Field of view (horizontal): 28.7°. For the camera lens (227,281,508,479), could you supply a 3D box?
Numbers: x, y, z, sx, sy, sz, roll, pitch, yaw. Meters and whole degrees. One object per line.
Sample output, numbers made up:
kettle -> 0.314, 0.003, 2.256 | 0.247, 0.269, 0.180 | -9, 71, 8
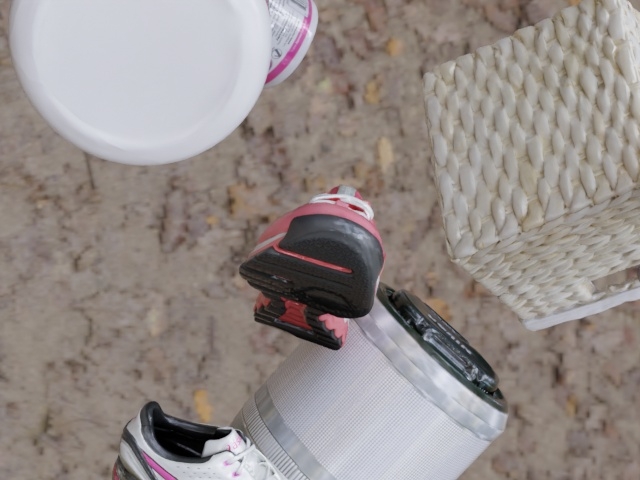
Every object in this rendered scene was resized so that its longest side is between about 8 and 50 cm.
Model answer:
camera lens -> 0.045, 0.198, 1.332 | 0.219, 0.219, 0.274 | 39, 98, -30

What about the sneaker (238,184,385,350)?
sneaker -> -0.001, 0.000, 1.123 | 0.115, 0.314, 0.136 | 19, 74, -1

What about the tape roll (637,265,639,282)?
tape roll -> 0.476, 0.017, 1.295 | 0.246, 0.246, 0.169 | 6, 117, -39

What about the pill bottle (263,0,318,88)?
pill bottle -> -0.157, -0.352, 1.814 | 0.283, 0.160, 0.160 | 29, 69, -32

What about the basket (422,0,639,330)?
basket -> 0.342, -0.108, 1.675 | 0.266, 0.328, 0.331 | 35, 42, -46

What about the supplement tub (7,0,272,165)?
supplement tub -> -0.136, -0.190, 1.003 | 0.191, 0.272, 0.191 | -1, 115, -3

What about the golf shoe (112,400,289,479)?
golf shoe -> -0.064, 0.183, 0.930 | 0.186, 0.086, 0.067 | 22, 36, 2
